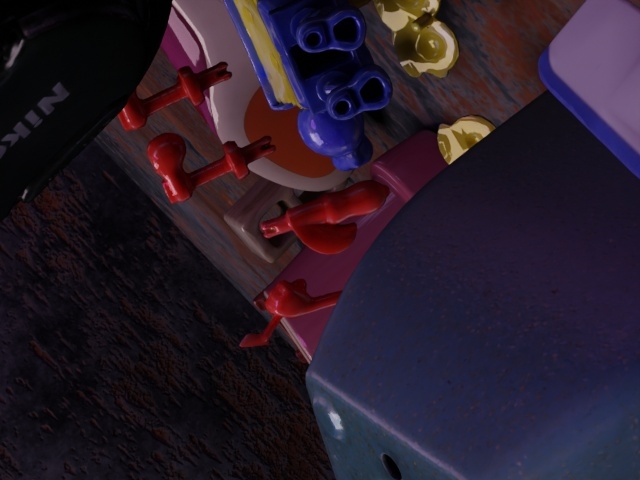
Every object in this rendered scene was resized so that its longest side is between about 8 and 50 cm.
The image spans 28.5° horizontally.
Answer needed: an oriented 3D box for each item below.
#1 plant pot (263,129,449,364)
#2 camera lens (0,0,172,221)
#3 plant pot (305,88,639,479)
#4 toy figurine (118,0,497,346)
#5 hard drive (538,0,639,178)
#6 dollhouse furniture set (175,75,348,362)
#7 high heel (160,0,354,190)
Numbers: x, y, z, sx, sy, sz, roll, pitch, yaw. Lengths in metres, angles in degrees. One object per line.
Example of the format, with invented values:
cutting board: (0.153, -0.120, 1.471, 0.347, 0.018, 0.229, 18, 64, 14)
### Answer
plant pot: (0.063, 0.042, 0.994, 0.201, 0.180, 0.201, 55, 176, 6)
camera lens: (-0.217, -0.141, 0.552, 0.274, 0.219, 0.219, 48, 169, 11)
plant pot: (0.142, 0.089, 0.652, 0.248, 0.252, 0.247, 28, 140, 52)
toy figurine: (-0.046, -0.141, 0.783, 0.362, 0.191, 0.217, 64, 178, -22)
hard drive: (0.224, 0.051, 0.401, 0.319, 0.040, 0.210, 33, -164, -24)
dollhouse furniture set: (0.000, 0.000, 1.217, 0.201, 0.152, 0.374, 30, 162, 49)
high heel: (-0.090, -0.198, 0.999, 0.377, 0.127, 0.181, 57, 178, -40)
